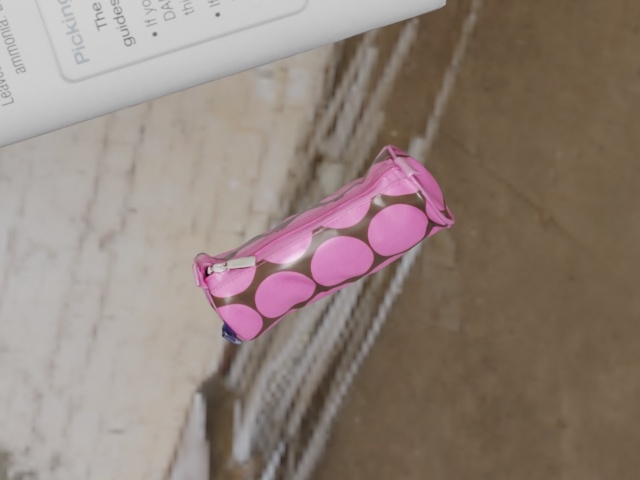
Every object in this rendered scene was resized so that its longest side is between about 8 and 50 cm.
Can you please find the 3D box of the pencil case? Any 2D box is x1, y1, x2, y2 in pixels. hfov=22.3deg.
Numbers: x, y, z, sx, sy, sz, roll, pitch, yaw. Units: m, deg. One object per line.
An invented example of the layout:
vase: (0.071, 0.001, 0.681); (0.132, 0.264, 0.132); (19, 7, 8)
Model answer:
pencil case: (0.000, 0.000, 1.316); (0.209, 0.098, 0.095); (-31, 50, 6)

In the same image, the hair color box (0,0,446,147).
hair color box: (-0.152, -0.143, 0.692); (0.113, 0.374, 0.185); (-114, 7, -57)
